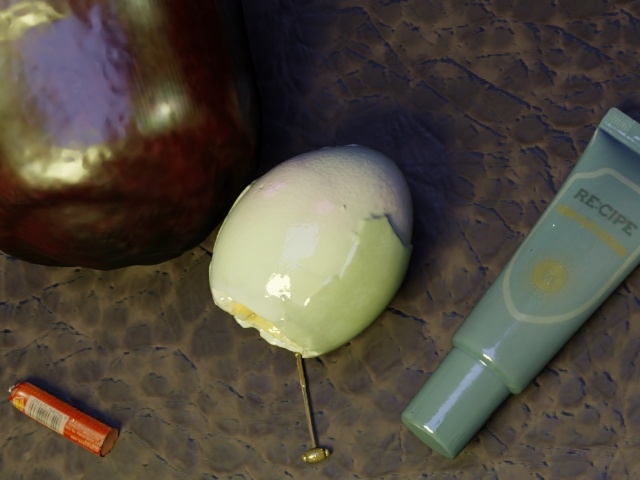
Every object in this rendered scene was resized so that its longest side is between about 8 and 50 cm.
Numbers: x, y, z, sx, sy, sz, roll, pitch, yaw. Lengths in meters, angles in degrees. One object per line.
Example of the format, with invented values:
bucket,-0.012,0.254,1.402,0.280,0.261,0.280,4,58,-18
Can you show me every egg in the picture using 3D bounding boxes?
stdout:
egg,0.000,0.000,1.955,0.183,0.183,0.217,28,78,20

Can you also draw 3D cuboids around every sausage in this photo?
sausage,-0.269,0.180,2.041,0.129,0.034,0.034,25,80,19

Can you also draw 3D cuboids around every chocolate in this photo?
chocolate,-0.234,-0.132,1.989,0.384,0.383,0.331,-13,84,9

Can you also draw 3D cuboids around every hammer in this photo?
hammer,-0.014,0.164,1.996,0.029,0.014,0.123,-11,69,1

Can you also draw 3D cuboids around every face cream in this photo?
face cream,0.223,0.046,1.943,0.135,0.086,0.385,36,79,20
